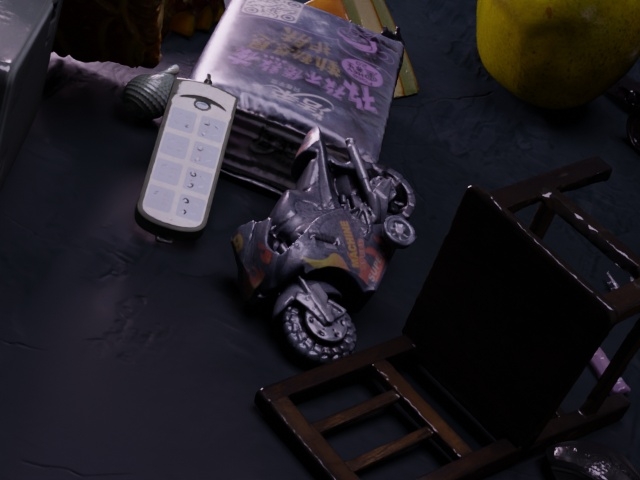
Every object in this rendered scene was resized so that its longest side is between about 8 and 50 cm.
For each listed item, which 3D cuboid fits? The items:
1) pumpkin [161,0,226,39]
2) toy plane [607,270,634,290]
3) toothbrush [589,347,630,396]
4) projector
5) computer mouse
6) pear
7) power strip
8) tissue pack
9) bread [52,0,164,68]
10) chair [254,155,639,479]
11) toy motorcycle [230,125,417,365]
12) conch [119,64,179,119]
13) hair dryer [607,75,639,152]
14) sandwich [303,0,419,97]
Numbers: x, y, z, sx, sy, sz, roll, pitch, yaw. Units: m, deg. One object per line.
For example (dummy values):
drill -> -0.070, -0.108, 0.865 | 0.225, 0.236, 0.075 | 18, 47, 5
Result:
pumpkin -> -0.200, -0.377, 1.895 | 0.130, 0.149, 0.254 | 21, 30, 12
toy plane -> 0.387, 0.065, 1.716 | 0.078, 0.024, 0.084 | 40, 42, 25
toothbrush -> 0.281, 0.061, 1.649 | 0.024, 0.029, 0.354 | -7, 41, -20
projector -> -0.354, -0.168, 1.432 | 0.099, 0.192, 0.256 | 18, 32, -7
computer mouse -> 0.290, 0.241, 1.369 | 0.135, 0.047, 0.079 | 32, 33, 10
pear -> 0.371, -0.343, 2.083 | 0.294, 0.294, 0.294 | 16, 32, -11
power strip -> -0.147, -0.098, 1.517 | 0.080, 0.029, 0.227 | 15, 60, -7
tissue pack -> -0.037, -0.192, 1.748 | 0.259, 0.122, 0.361 | 19, 34, -3
bread -> -0.271, -0.305, 1.618 | 0.185, 0.274, 0.114 | 10, 73, -6
chair -> 0.172, 0.085, 1.343 | 0.416, 0.240, 0.203 | -12, 48, -44
toy motorcycle -> 0.000, 0.000, 1.472 | 0.173, 0.108, 0.307 | 30, 45, -5
conch -> -0.206, -0.177, 1.668 | 0.085, 0.076, 0.056 | -22, 95, -30
hair dryer -> 0.531, -0.216, 2.196 | 0.197, 0.089, 0.251 | -7, 33, -36
sandwich -> 0.036, -0.275, 2.014 | 0.117, 0.144, 0.187 | -18, 86, -47
